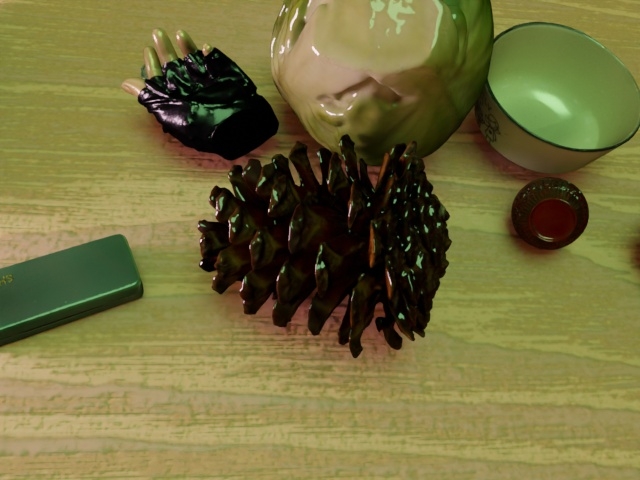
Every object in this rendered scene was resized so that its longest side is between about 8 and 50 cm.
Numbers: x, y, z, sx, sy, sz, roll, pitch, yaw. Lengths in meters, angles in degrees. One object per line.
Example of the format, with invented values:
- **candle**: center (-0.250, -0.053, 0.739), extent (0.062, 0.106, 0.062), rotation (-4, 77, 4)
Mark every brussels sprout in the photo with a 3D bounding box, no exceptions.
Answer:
- **brussels sprout**: center (0.079, -0.245, 0.740), extent (0.281, 0.354, 0.289), rotation (41, 101, -1)

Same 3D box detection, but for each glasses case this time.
- **glasses case**: center (-0.304, 0.057, 0.670), extent (0.184, 0.039, 0.078), rotation (-19, 66, -19)

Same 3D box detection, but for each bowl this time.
- **bowl**: center (0.332, -0.192, 0.863), extent (0.238, 0.126, 0.238), rotation (4, 60, -7)

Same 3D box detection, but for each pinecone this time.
- **pinecone**: center (0.000, 0.003, 0.659), extent (0.292, 0.246, 0.246), rotation (4, 59, 15)

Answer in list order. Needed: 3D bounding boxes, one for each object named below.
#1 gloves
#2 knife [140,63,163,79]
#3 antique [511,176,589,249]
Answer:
- **gloves**: center (-0.173, -0.203, 0.791), extent (0.164, 0.124, 0.203), rotation (-24, 55, -32)
- **knife**: center (-0.182, -0.229, 0.858), extent (0.162, 0.023, 0.044), rotation (7, 68, -6)
- **antique**: center (0.311, -0.037, 0.794), extent (0.104, 0.104, 0.104), rotation (4, 61, -7)
